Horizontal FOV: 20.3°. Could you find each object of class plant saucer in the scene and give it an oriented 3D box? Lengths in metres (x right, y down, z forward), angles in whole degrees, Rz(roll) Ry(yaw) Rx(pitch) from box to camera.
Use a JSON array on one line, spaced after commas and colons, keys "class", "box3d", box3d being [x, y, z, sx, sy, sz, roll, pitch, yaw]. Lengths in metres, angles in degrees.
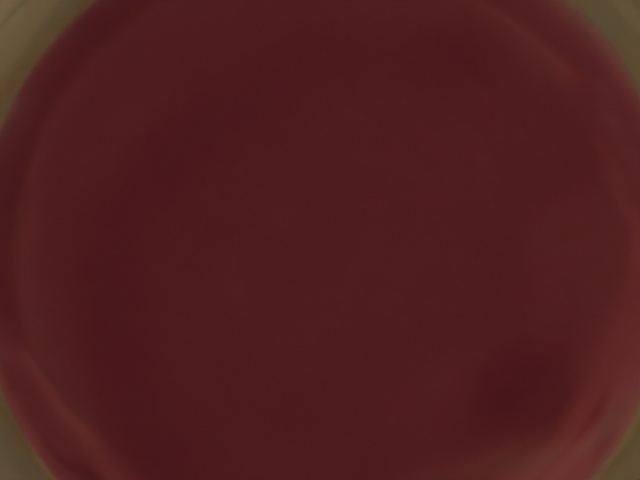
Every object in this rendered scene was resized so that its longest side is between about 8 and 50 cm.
[{"class": "plant saucer", "box3d": [0.000, 0.000, 0.567, 0.332, 0.084, 0.332, 0, -78, -2]}]
